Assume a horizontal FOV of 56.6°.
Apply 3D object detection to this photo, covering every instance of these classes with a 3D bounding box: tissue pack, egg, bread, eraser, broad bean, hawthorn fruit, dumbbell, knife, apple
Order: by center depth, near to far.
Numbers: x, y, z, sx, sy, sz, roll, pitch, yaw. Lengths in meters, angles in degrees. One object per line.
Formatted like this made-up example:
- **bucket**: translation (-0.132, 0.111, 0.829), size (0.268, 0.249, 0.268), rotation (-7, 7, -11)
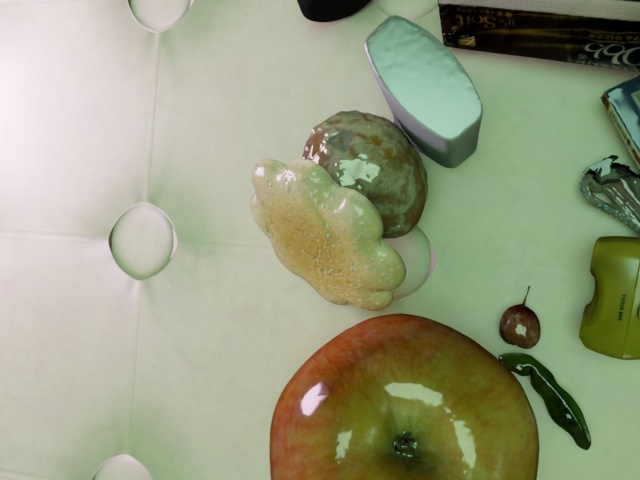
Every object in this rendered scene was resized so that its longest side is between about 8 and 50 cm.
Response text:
- **apple**: translation (0.112, 0.295, 0.836), size (0.391, 0.346, 0.391), rotation (1, 68, -3)
- **tissue pack**: translation (0.368, -0.400, 0.891), size (0.370, 0.198, 0.210), rotation (16, 85, 21)
- **tissue pack**: translation (0.466, 0.086, 0.892), size (0.127, 0.123, 0.178), rotation (10, 105, 24)
- **eraser**: translation (0.162, -0.211, 0.911), size (0.104, 0.290, 0.189), rotation (-37, 82, 10)
- **knife**: translation (0.548, 0.018, 0.929), size (0.089, 0.043, 0.365), rotation (-40, 80, 10)
- **broad bean**: translation (0.367, 0.247, 0.961), size (0.195, 0.046, 0.061), rotation (42, 109, 18)
- **bread**: translation (0.000, 0.000, 0.964), size (0.316, 0.316, 0.054), rotation (40, 60, 13)
- **hawthorn fruit**: translation (0.329, 0.124, 0.968), size (0.066, 0.067, 0.103), rotation (10, 88, 15)
- **egg**: translation (0.073, -0.105, 0.981), size (0.195, 0.195, 0.233), rotation (-36, 92, 10)
- **dumbbell**: translation (0.003, -0.514, 1.036), size (0.152, 0.152, 0.218), rotation (-22, 83, 13)

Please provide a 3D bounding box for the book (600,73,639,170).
- **book**: translation (0.659, -0.101, 0.887), size (0.300, 0.039, 0.428), rotation (-24, 81, 4)
